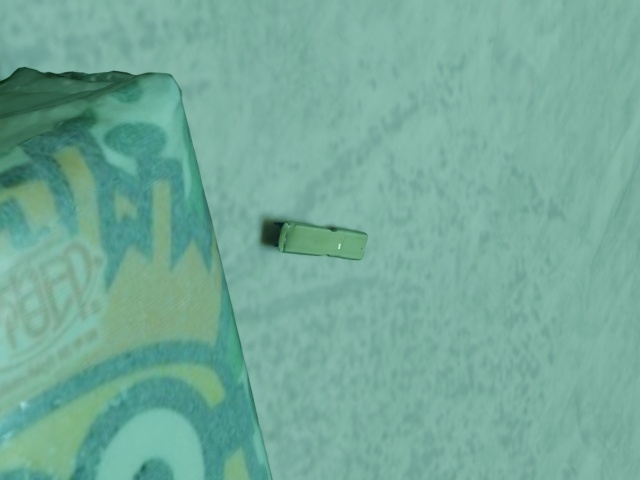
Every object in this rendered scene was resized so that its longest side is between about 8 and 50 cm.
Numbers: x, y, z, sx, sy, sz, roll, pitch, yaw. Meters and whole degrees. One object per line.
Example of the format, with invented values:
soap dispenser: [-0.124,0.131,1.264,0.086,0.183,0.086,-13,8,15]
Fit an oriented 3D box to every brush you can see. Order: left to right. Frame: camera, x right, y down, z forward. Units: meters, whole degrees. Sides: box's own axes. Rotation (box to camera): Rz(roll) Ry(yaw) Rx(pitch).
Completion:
brush: [0.000,0.000,0.856,0.083,0.013,0.016,7,96,-58]

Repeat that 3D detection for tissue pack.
tissue pack: [-0.130,0.111,0.635,0.228,0.128,0.311,-31,118,-43]
